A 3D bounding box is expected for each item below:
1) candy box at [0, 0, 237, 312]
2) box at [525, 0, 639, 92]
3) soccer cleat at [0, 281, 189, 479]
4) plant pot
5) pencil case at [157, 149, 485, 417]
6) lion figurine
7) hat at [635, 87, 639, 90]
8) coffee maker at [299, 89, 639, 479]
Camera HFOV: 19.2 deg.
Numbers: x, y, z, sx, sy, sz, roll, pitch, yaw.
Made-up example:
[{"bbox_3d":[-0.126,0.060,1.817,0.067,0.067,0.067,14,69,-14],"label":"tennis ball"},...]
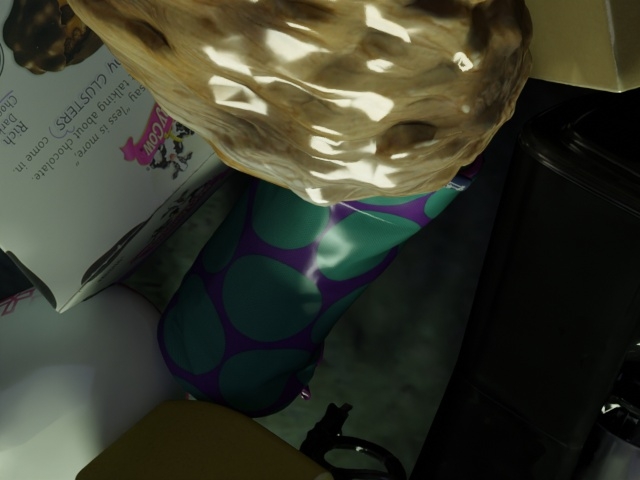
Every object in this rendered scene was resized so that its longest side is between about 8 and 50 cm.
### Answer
[{"bbox_3d":[-0.094,-0.102,0.694,0.165,0.070,0.196,-43,86,20],"label":"candy box"},{"bbox_3d":[0.051,-0.153,0.614,0.021,0.164,0.201,-15,103,-16],"label":"box"},{"bbox_3d":[-0.188,0.142,0.756,0.331,0.143,0.116,-38,94,20],"label":"soccer cleat"},{"bbox_3d":[-0.044,0.107,0.704,0.081,0.081,0.083,-39,54,-16],"label":"plant pot"},{"bbox_3d":[0.000,0.000,0.693,0.070,0.064,0.152,17,133,-25],"label":"pencil case"},{"bbox_3d":[0.018,-0.177,0.455,0.240,0.142,0.392,30,133,-9],"label":"lion figurine"},{"bbox_3d":[0.124,-0.117,0.585,0.208,0.183,0.173,45,109,-1],"label":"hat"},{"bbox_3d":[0.088,0.042,0.665,0.171,0.120,0.178,18,115,6],"label":"coffee maker"}]
